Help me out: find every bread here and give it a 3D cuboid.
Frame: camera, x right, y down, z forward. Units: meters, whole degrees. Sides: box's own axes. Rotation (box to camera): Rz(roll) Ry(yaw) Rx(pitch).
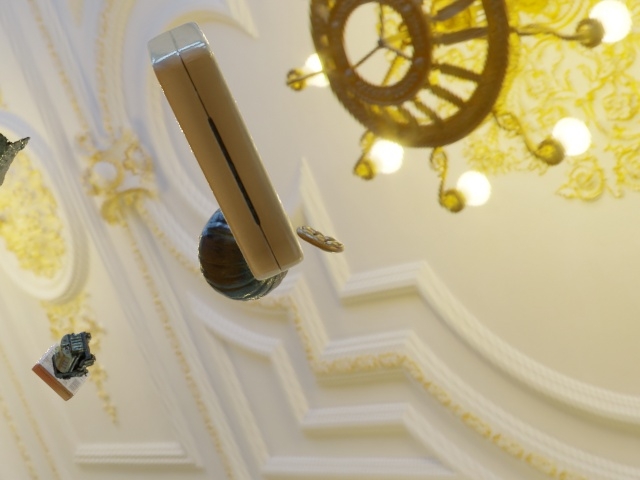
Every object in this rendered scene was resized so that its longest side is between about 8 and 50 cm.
[{"bbox_3d":[0.000,0.000,1.883,0.110,0.110,0.024,31,-78,30],"label":"bread"}]

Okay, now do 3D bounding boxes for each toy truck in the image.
[{"bbox_3d":[-0.593,0.278,2.235,0.202,0.088,0.074,-48,-125,57],"label":"toy truck"}]

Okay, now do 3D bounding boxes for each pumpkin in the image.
[{"bbox_3d":[-0.176,0.012,2.072,0.216,0.250,0.250,14,-59,16],"label":"pumpkin"}]

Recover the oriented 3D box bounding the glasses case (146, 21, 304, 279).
[{"bbox_3d":[-0.124,-0.115,1.238,0.144,0.076,0.337,-120,-174,-62],"label":"glasses case"}]

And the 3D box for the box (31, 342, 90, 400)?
[{"bbox_3d":[-0.662,0.336,2.383,0.043,0.089,0.125,-34,-76,36],"label":"box"}]

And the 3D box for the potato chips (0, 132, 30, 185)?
[{"bbox_3d":[-0.680,-0.177,1.928,0.167,0.228,0.059,-35,-103,7],"label":"potato chips"}]
